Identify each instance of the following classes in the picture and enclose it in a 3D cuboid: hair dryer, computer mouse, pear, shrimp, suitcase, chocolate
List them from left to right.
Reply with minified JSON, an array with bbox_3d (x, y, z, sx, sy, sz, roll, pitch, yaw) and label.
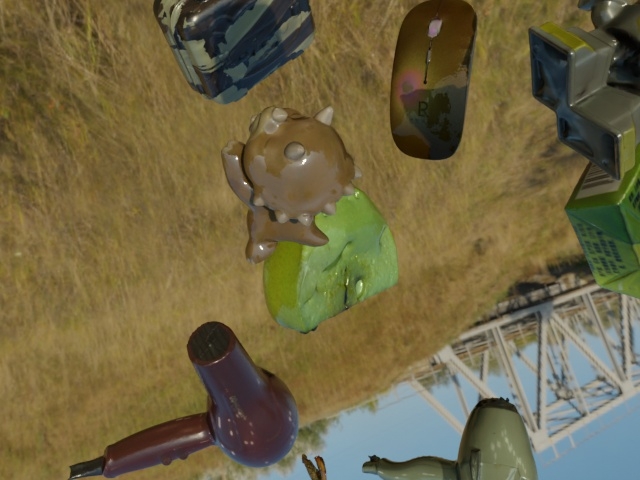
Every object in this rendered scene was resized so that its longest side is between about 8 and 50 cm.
[{"bbox_3d":[-0.210,0.252,0.727,0.341,0.123,0.312,-19,138,1],"label":"hair dryer"},{"bbox_3d":[-0.195,-0.528,1.212,0.352,0.194,0.339,-41,150,-14],"label":"suitcase"},{"bbox_3d":[-0.014,0.535,1.266,0.025,0.090,0.127,-8,-159,-27],"label":"shrimp"},{"bbox_3d":[0.000,0.000,1.202,0.239,0.317,0.343,11,-158,42],"label":"pear"},{"bbox_3d":[0.222,-0.315,1.062,0.158,0.310,0.072,13,-163,30],"label":"computer mouse"},{"bbox_3d":[0.145,0.308,0.589,0.225,0.218,0.088,-35,124,24],"label":"hair dryer"},{"bbox_3d":[0.680,-0.067,1.175,0.137,0.288,0.300,1,-136,52],"label":"chocolate"}]

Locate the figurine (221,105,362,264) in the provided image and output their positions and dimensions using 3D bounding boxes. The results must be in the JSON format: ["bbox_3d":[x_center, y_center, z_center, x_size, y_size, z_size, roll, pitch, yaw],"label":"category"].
[{"bbox_3d":[-0.029,-0.079,0.785,0.173,0.247,0.177,14,-149,31],"label":"figurine"}]

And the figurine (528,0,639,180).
[{"bbox_3d":[0.433,-0.242,0.682,0.285,0.342,0.167,-29,-158,-1],"label":"figurine"}]
